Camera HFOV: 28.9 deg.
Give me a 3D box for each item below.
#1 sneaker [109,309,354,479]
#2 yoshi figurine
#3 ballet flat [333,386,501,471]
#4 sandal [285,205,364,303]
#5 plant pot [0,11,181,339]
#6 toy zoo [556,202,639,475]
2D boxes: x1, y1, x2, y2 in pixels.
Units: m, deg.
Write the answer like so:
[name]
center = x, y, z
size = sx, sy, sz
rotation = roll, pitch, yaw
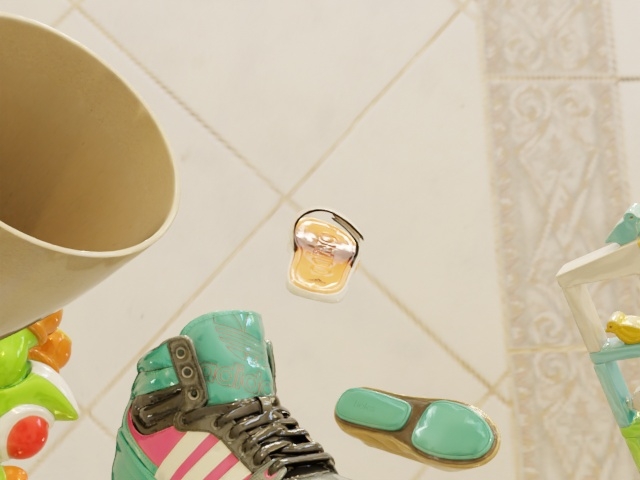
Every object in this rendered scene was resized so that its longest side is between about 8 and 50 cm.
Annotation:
[sneaker]
center = -0.053, 0.146, 1.003
size = 0.123, 0.295, 0.178
rotation = 10, 82, -52
[yoshi figurine]
center = -0.435, 0.229, 1.470
size = 0.203, 0.203, 0.362
rotation = 37, 49, -25
[ballet flat]
center = 0.116, 0.212, 1.377
size = 0.080, 0.232, 0.073
rotation = -54, 130, -21
[sandal]
center = 0.010, 0.003, 1.573
size = 0.102, 0.265, 0.076
rotation = 14, 108, -4
[plant pot]
center = -0.304, -0.016, 1.088
size = 0.256, 0.274, 0.256
rotation = 29, 38, -25
[toy zoo]
center = 0.351, 0.099, 1.200
size = 0.030, 0.192, 0.293
rotation = -42, 113, -49
